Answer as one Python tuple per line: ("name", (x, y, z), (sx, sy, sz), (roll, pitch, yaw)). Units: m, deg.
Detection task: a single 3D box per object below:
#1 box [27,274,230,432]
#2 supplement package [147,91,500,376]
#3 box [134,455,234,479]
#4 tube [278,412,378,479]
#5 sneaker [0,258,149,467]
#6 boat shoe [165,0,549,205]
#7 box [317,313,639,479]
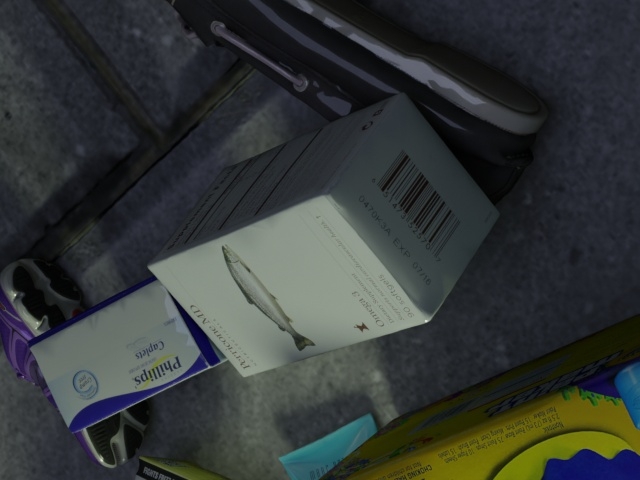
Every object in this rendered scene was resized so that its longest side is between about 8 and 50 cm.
("box", (-0.105, 0.061, 1.296), (0.126, 0.137, 0.072), (-27, 89, 28))
("supplement package", (0.000, 0.000, 1.178), (0.179, 0.105, 0.105), (-21, 115, 47))
("box", (-0.112, 0.276, 1.349), (0.087, 0.058, 0.232), (17, 94, 45))
("tube", (0.047, 0.229, 1.320), (0.080, 0.052, 0.207), (-27, 84, 19))
("sneaker", (-0.188, 0.094, 1.397), (0.071, 0.068, 0.170), (-43, 74, 43))
("boat shoe", (-0.016, -0.122, 1.224), (0.335, 0.112, 0.095), (32, 109, 12))
("box", (0.190, 0.208, 1.170), (0.290, 0.177, 0.279), (-27, 91, 28))
